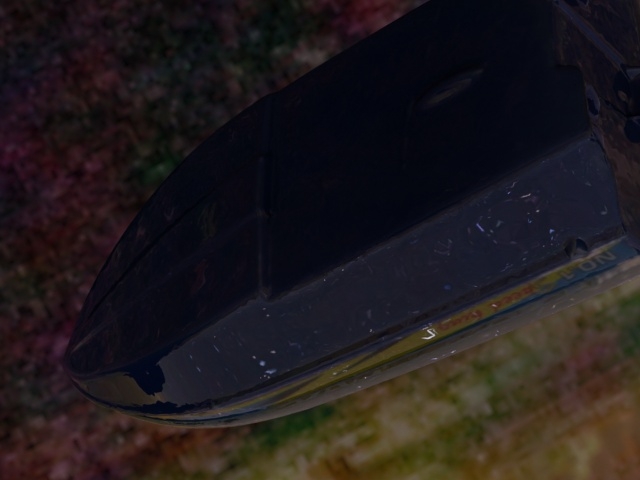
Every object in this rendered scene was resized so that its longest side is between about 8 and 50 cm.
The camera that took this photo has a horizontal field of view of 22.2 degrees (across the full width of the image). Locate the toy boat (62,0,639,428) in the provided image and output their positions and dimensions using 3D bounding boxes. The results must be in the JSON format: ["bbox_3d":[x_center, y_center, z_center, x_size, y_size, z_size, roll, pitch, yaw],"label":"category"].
[{"bbox_3d":[0.000,0.000,0.615,0.295,0.129,0.088,-27,138,36],"label":"toy boat"}]
